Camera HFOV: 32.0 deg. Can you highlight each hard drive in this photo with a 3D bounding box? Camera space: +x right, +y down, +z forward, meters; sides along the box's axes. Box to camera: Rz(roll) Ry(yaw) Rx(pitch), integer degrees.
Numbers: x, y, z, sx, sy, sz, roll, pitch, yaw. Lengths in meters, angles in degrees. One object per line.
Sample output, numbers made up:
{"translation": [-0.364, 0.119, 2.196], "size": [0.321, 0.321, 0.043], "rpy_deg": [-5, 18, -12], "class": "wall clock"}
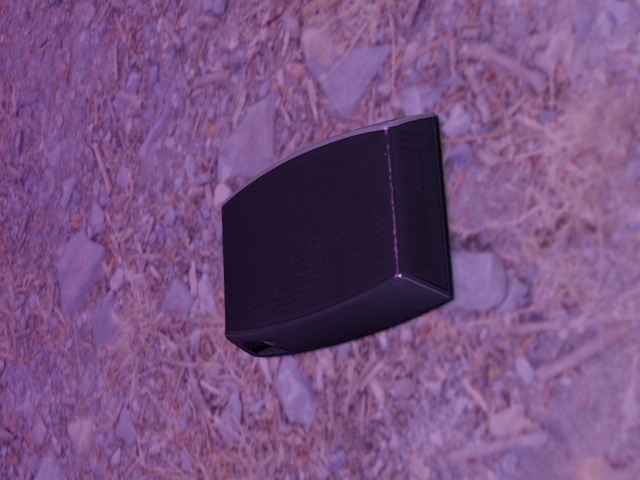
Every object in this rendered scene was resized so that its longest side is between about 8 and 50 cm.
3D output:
{"translation": [0.000, 0.000, 0.945], "size": [0.254, 0.054, 0.172], "rpy_deg": [-22, 65, 47], "class": "hard drive"}
